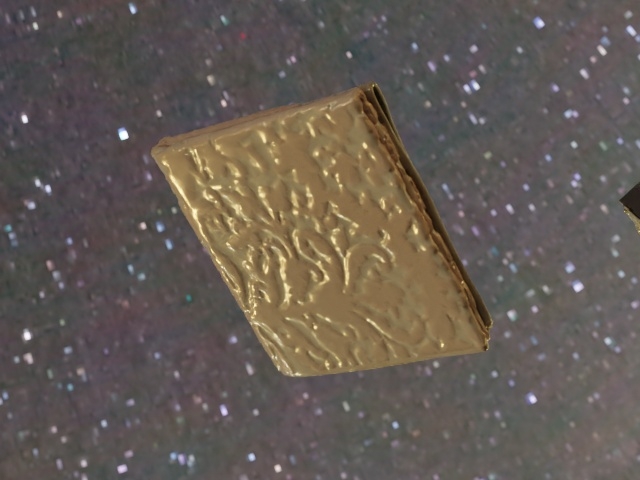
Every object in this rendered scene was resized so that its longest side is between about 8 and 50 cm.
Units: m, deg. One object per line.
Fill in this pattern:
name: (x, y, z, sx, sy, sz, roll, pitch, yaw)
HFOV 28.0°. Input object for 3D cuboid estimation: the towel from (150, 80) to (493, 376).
towel: (0.000, 0.000, 1.429, 0.317, 0.053, 0.332, -12, -66, 39)

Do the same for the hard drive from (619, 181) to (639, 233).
hard drive: (0.549, 0.080, 1.692, 0.064, 0.237, 0.339, -42, -60, 6)
